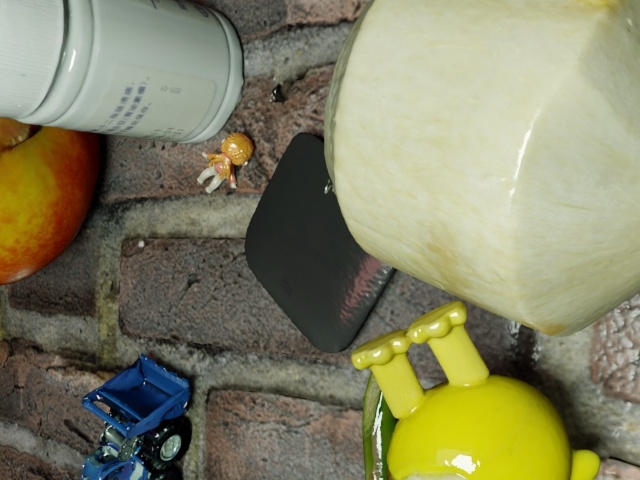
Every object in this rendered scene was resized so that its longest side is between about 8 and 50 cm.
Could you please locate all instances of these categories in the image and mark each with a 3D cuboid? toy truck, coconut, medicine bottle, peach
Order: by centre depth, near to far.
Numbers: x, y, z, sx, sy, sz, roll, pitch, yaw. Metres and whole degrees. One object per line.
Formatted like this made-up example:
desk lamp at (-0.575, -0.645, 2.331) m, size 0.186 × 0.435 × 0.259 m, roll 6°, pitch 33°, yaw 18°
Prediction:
coconut at (0.166, -0.083, 0.551) m, size 0.322 × 0.323 × 0.323 m, roll 0°, pitch 90°, yaw 38°
medicine bottle at (-0.272, -0.225, 0.864) m, size 0.189 × 0.332 × 0.190 m, roll 0°, pitch 90°, yaw 38°
toy truck at (-0.259, 0.273, 0.987) m, size 0.113 × 0.126 × 0.208 m, roll 18°, pitch 100°, yaw 37°
peach at (-0.494, -0.116, 1.059) m, size 0.369 × 0.370 × 0.370 m, roll 0°, pitch 90°, yaw 38°

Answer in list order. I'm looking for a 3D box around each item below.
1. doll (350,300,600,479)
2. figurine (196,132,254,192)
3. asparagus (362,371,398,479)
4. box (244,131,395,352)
doll at (0.148, 0.231, 0.615) m, size 0.199 × 0.145 × 0.363 m, roll -26°, pitch 96°, yaw 17°
figurine at (-0.127, -0.097, 0.937) m, size 0.064 × 0.047 × 0.109 m, roll 47°, pitch 128°, yaw -4°
asparagus at (0.065, 0.203, 0.784) m, size 0.045 × 0.041 × 0.179 m, roll -6°, pitch 86°, yaw 30°
box at (0.000, 0.000, 0.834) m, size 0.212 × 0.042 × 0.201 m, roll 43°, pitch 115°, yaw 31°
